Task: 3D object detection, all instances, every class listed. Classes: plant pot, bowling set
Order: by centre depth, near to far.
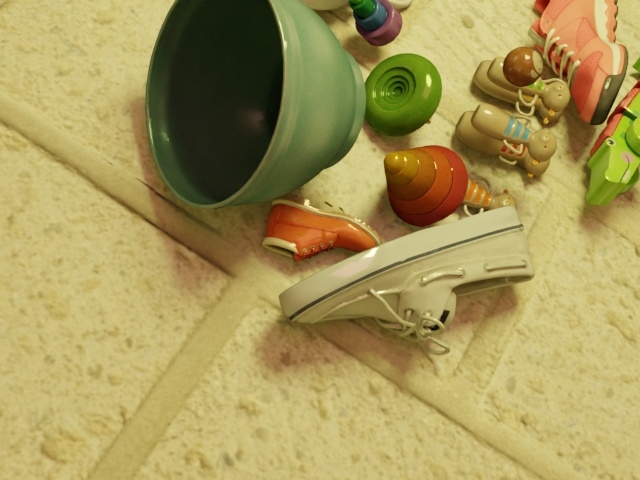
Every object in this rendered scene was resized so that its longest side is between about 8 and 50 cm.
[{"bbox_3d":[-0.066,-0.184,1.073,0.196,0.293,0.293,1,63,-42],"label":"plant pot"},{"bbox_3d":[0.293,-0.170,1.184,0.154,0.200,0.287,25,66,-5],"label":"bowling set"}]

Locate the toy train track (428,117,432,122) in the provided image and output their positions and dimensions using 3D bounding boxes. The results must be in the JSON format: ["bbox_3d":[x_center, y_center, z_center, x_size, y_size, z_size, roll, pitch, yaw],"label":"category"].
[{"bbox_3d":[0.131,-0.198,1.253,0.083,0.014,0.048,18,64,-6],"label":"toy train track"}]

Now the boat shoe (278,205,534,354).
[{"bbox_3d":[0.131,0.076,1.078,0.367,0.136,0.156,-16,80,-28],"label":"boat shoe"}]

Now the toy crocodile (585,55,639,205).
[{"bbox_3d":[0.489,-0.181,1.278,0.105,0.115,0.340,35,61,8],"label":"toy crocodile"}]

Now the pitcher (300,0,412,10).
[{"bbox_3d":[0.050,-0.417,1.283,0.207,0.125,0.178,-40,96,-37],"label":"pitcher"}]

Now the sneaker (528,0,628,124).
[{"bbox_3d":[0.398,-0.299,1.315,0.136,0.116,0.314,7,51,2],"label":"sneaker"}]

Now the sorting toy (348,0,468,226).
[{"bbox_3d":[0.096,-0.203,1.159,0.127,0.126,0.365,-22,67,25],"label":"sorting toy"}]

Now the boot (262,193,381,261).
[{"bbox_3d":[0.000,0.000,1.112,0.158,0.059,0.084,18,66,4],"label":"boot"}]
